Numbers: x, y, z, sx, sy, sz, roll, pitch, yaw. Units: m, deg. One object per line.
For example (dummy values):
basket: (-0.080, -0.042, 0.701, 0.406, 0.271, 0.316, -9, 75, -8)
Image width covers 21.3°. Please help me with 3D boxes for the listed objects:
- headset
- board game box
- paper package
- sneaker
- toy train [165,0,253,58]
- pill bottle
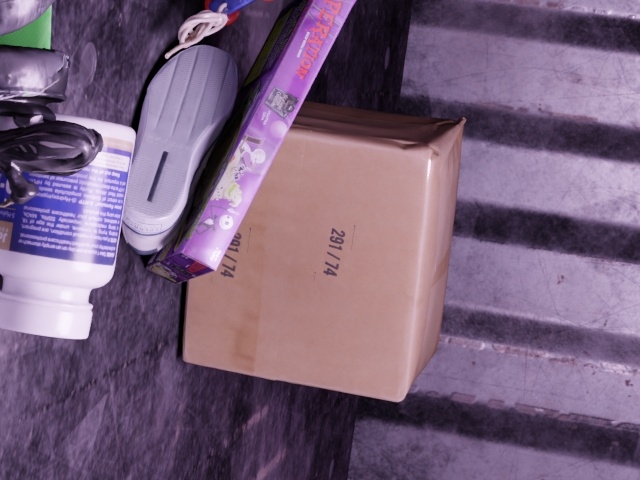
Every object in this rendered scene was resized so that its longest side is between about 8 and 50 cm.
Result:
headset: (-0.218, -0.150, 1.215, 0.394, 0.185, 0.243, -83, 176, -61)
board game box: (-0.076, -0.119, 1.859, 0.347, 0.056, 0.208, -63, -172, -12)
paper package: (0.000, 0.000, 2.074, 0.168, 0.309, 0.325, -45, 142, -65)
sneaker: (-0.161, -0.099, 1.821, 0.091, 0.094, 0.258, 115, -2, -55)
toy train: (-0.109, -0.307, 1.822, 0.248, 0.105, 0.143, -35, 99, -39)
pill bottle: (-0.227, -0.014, 1.461, 0.112, 0.112, 0.186, 10, 89, -78)
